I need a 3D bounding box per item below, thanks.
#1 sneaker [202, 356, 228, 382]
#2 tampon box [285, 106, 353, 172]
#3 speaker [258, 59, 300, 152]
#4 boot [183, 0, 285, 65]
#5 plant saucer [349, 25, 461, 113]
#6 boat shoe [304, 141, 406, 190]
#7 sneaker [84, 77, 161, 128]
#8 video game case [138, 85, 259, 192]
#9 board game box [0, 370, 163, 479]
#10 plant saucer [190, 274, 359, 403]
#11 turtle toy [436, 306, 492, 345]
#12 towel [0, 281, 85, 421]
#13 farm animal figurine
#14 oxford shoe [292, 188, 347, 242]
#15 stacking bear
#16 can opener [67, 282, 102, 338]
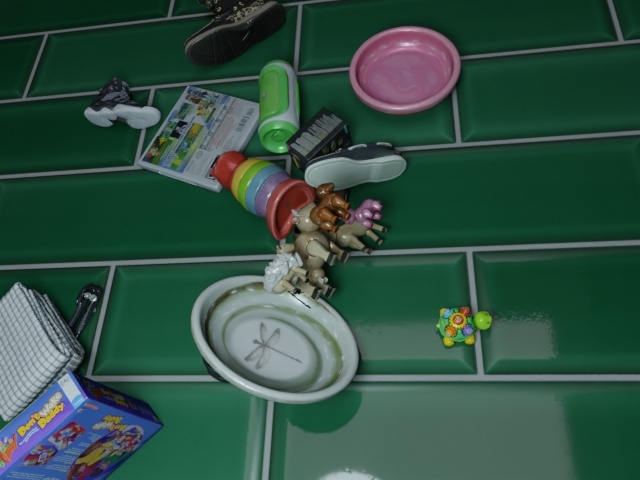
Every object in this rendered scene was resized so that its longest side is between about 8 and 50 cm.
[{"bbox_3d":[-0.163,0.319,1.321,0.268,0.106,0.101,8,64,13],"label":"sneaker"},{"bbox_3d":[-0.002,-0.276,1.582,0.161,0.120,0.101,-44,64,-12],"label":"tampon box"},{"bbox_3d":[-0.126,-0.410,1.659,0.131,0.131,0.296,-8,56,7],"label":"speaker"},{"bbox_3d":[-0.345,-0.774,1.890,0.377,0.138,0.284,-34,63,-12],"label":"boot"},{"bbox_3d":[0.256,-0.507,1.673,0.332,0.084,0.332,-4,63,8],"label":"plant saucer"},{"bbox_3d":[0.087,-0.211,1.511,0.303,0.114,0.091,-5,49,-25],"label":"boat shoe"},{"bbox_3d":[-0.640,-0.458,1.805,0.269,0.101,0.153,4,67,15],"label":"sneaker"},{"bbox_3d":[-0.371,-0.329,1.728,0.300,0.036,0.328,19,69,19],"label":"video game case"},{"bbox_3d":[-0.524,0.432,1.193,0.233,0.347,0.078,-42,63,-12],"label":"board game box"},{"bbox_3d":[-0.111,0.241,1.277,0.401,0.100,0.400,17,30,-10],"label":"plant saucer"},{"bbox_3d":[0.343,0.197,1.307,0.130,0.066,0.095,-7,63,7],"label":"turtle toy"},{"bbox_3d":[-0.764,0.287,1.420,0.235,0.121,0.284,-48,63,4],"label":"towel"},{"bbox_3d":[0.000,0.000,1.360,0.172,0.330,0.326,30,89,28],"label":"farm animal figurine"},{"bbox_3d":[0.003,-0.079,1.496,0.083,0.096,0.227,23,67,25],"label":"oxford shoe"},{"bbox_3d":[-0.183,-0.159,1.544,0.289,0.164,0.175,32,73,28],"label":"stacking bear"},{"bbox_3d":[-0.658,0.207,1.507,0.059,0.073,0.186,23,68,-21],"label":"can opener"}]
